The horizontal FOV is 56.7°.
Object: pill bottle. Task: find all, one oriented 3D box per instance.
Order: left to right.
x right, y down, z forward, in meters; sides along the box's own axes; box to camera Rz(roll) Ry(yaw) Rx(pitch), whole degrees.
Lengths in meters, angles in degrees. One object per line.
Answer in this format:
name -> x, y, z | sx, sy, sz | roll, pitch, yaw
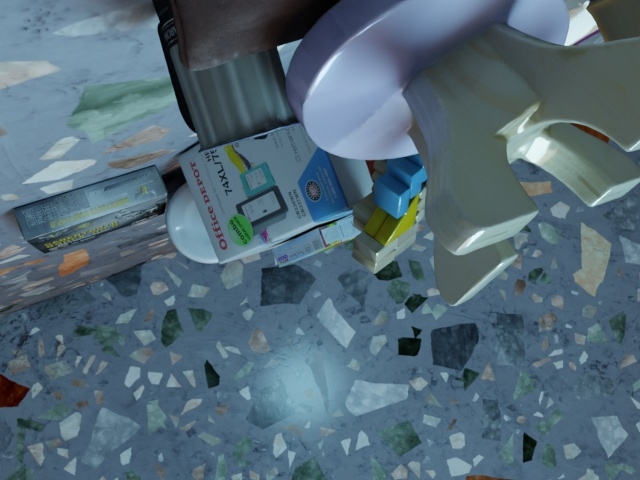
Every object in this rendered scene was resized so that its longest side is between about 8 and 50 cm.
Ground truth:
pill bottle -> -0.230, -0.042, 1.200 | 0.160, 0.160, 0.283 | -21, -173, -12

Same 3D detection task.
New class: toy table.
toy table -> 0.125, -0.080, 0.434 | 0.274, 0.161, 0.252 | -21, 155, -31

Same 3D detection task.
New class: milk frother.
milk frother -> -0.051, -0.152, 0.468 | 0.143, 0.134, 0.129 | -19, -168, -16

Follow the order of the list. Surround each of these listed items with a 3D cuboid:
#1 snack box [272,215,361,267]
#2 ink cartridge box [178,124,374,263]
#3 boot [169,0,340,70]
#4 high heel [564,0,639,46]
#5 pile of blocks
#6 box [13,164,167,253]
snack box -> 0.000, 0.000, 0.970 | 0.100, 0.037, 0.141 | -19, 178, -39
ink cartridge box -> -0.049, -0.108, 0.972 | 0.270, 0.198, 0.197 | -23, 178, 35
boot -> -0.064, -0.152, 0.283 | 0.248, 0.090, 0.207 | -29, 161, -24
high heel -> 0.194, -0.241, 0.621 | 0.377, 0.127, 0.181 | -1, -127, 39
pile of blocks -> 0.125, -0.138, 0.771 | 0.362, 0.113, 0.149 | -56, 150, 6
box -> -0.386, -0.050, 1.030 | 0.231, 0.056, 0.183 | -21, 179, -19
